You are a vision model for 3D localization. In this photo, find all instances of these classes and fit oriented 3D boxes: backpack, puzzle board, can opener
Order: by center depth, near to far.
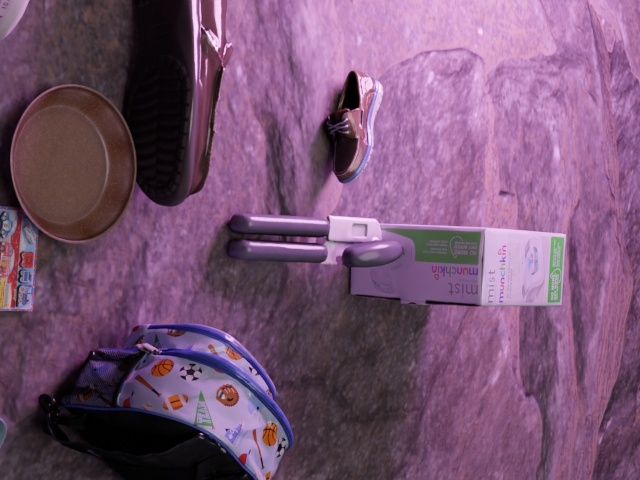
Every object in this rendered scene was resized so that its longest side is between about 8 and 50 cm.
[{"bbox_3d":[-0.387,0.022,1.568,0.096,0.011,0.128,4,90,-48],"label":"puzzle board"},{"bbox_3d":[-0.167,0.235,1.643,0.276,0.263,0.213,49,59,-37],"label":"backpack"},{"bbox_3d":[0.000,0.000,1.908,0.283,0.095,0.076,3,92,-41],"label":"can opener"}]

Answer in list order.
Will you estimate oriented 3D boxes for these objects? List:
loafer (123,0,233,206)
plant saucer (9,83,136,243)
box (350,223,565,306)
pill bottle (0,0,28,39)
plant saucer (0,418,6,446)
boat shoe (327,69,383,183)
[{"bbox_3d":[-0.166,-0.225,1.698,0.130,0.134,0.366,5,90,-48],"label":"loafer"},{"bbox_3d":[-0.316,-0.095,1.611,0.198,0.036,0.199,1,89,-50],"label":"plant saucer"},{"bbox_3d":[0.218,0.041,2.053,0.231,0.262,0.127,4,90,-47],"label":"box"},{"bbox_3d":[-0.464,-0.307,1.336,0.301,0.169,0.169,5,90,-49],"label":"pill bottle"},{"bbox_3d":[-0.442,0.243,1.421,0.195,0.037,0.195,-35,160,-14],"label":"plant saucer"},{"bbox_3d":[0.043,-0.178,1.993,0.066,0.066,0.183,31,61,-40],"label":"boat shoe"}]
